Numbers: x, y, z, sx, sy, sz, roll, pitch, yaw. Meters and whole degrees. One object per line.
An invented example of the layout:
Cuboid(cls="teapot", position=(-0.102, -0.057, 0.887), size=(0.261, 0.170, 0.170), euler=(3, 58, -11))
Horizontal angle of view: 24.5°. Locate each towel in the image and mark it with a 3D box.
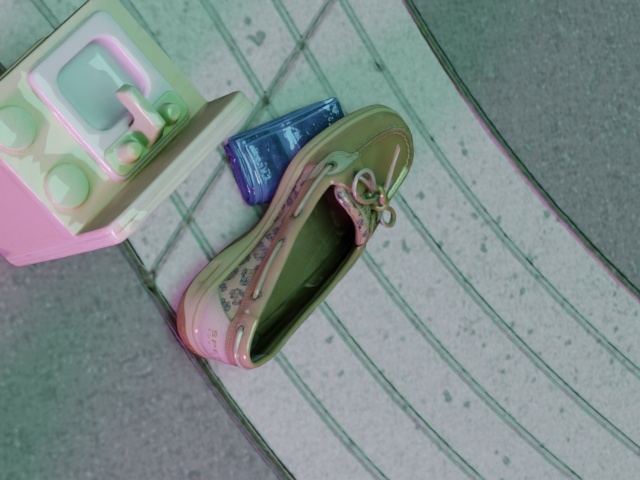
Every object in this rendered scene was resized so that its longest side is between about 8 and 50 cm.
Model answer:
Cuboid(cls="towel", position=(-0.024, -0.079, 1.309), size=(0.119, 0.029, 0.067), euler=(-25, 98, -29))

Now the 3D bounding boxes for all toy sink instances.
Cuboid(cls="toy sink", position=(-0.186, -0.084, 1.100), size=(0.131, 0.234, 0.153), euler=(49, 66, -17))

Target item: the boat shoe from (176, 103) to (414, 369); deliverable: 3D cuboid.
Cuboid(cls="boat shoe", position=(0.000, 0.000, 1.265), size=(0.285, 0.089, 0.104), euler=(-51, 131, -19))
